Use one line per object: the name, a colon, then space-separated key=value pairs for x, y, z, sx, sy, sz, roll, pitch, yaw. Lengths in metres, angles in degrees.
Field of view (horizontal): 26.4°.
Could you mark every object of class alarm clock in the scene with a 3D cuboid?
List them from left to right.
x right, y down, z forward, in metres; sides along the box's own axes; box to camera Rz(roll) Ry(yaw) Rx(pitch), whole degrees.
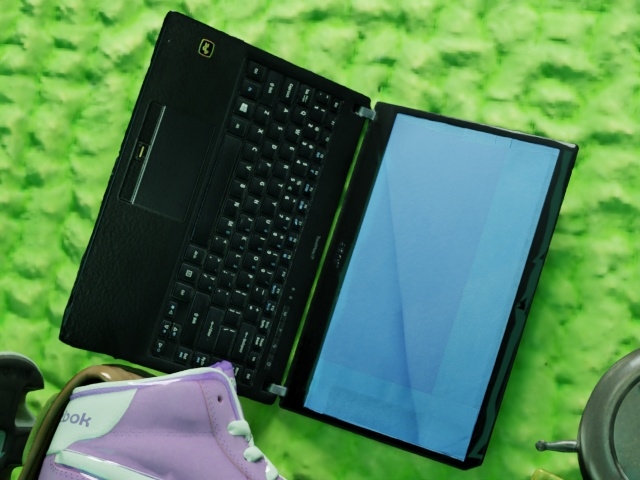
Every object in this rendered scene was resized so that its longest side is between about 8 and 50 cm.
alarm clock: x=0.244 y=0.117 z=0.859 sx=0.192 sy=0.064 sz=0.129 roll=-34 pitch=72 yaw=-7

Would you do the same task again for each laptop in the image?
laptop: x=0.000 y=0.000 z=0.904 sx=0.264 sy=0.136 sz=0.234 roll=21 pitch=83 yaw=-28

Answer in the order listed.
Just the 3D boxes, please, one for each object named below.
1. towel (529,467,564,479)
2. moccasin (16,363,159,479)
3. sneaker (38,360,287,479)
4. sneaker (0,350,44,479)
towel: x=0.127 y=0.274 z=0.887 sx=0.102 sy=0.021 sz=0.237 roll=30 pitch=89 yaw=18
moccasin: x=-0.177 y=0.269 z=0.900 sx=0.139 sy=0.147 sz=0.380 roll=19 pitch=85 yaw=17
sneaker: x=-0.035 y=0.162 z=0.854 sx=0.282 sy=0.102 sz=0.161 roll=21 pitch=68 yaw=-27
sneaker: x=-0.306 y=0.223 z=0.971 sx=0.146 sy=0.122 sz=0.331 roll=15 pitch=85 yaw=35
